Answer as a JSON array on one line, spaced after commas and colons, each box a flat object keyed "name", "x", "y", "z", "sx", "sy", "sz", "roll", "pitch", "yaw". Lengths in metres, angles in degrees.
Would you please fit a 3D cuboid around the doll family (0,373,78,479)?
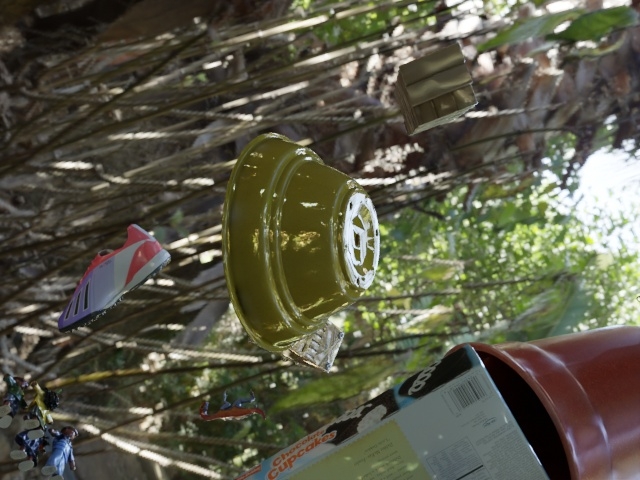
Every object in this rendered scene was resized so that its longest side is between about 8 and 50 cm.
[{"name": "doll family", "x": -0.434, "y": 0.287, "z": 1.057, "sx": 0.111, "sy": 0.076, "sz": 0.192, "roll": -118, "pitch": -160, "yaw": -67}]

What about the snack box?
[{"name": "snack box", "x": 0.075, "y": 0.277, "z": 0.762, "sx": 0.187, "sy": 0.322, "sz": 0.060, "roll": 59, "pitch": 4, "yaw": -14}]

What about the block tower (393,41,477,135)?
[{"name": "block tower", "x": 0.177, "y": -0.232, "z": 1.101, "sx": 0.335, "sy": 0.097, "sz": 0.090, "roll": -42, "pitch": 113, "yaw": -81}]

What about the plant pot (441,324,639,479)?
[{"name": "plant pot", "x": 0.335, "y": 0.236, "z": 0.901, "sx": 0.272, "sy": 0.265, "sz": 0.272, "roll": 39, "pitch": -45, "yaw": 55}]

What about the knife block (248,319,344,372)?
[{"name": "knife block", "x": -0.091, "y": 0.169, "z": 1.322, "sx": 0.242, "sy": 0.088, "sz": 0.276, "roll": 9, "pitch": -22, "yaw": 37}]

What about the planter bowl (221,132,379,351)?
[{"name": "planter bowl", "x": 0.000, "y": 0.000, "z": 0.657, "sx": 0.217, "sy": 0.091, "sz": 0.217, "roll": -3, "pitch": 90, "yaw": -65}]

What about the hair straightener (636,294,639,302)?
[{"name": "hair straightener", "x": 0.707, "y": 0.036, "z": 1.332, "sx": 0.047, "sy": 0.230, "sz": 0.089, "roll": 46, "pitch": 6, "yaw": 22}]

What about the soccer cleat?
[{"name": "soccer cleat", "x": -0.477, "y": 0.089, "z": 1.502, "sx": 0.116, "sy": 0.318, "sz": 0.108, "roll": 52, "pitch": 17, "yaw": -8}]

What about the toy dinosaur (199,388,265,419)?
[{"name": "toy dinosaur", "x": -0.136, "y": 0.250, "z": 1.013, "sx": 0.090, "sy": 0.082, "sz": 0.047, "roll": -3, "pitch": -78, "yaw": 68}]
